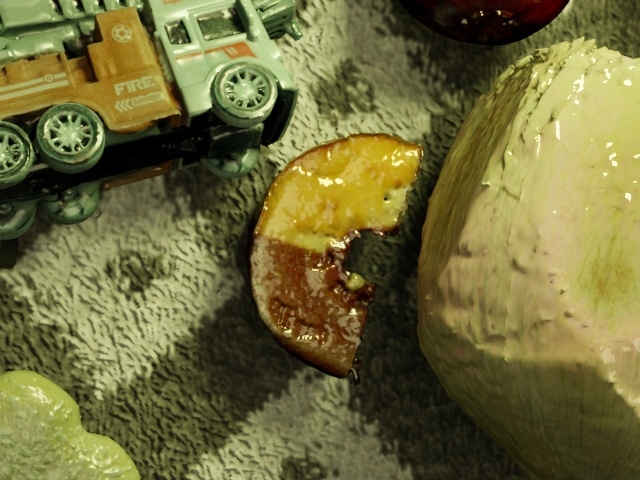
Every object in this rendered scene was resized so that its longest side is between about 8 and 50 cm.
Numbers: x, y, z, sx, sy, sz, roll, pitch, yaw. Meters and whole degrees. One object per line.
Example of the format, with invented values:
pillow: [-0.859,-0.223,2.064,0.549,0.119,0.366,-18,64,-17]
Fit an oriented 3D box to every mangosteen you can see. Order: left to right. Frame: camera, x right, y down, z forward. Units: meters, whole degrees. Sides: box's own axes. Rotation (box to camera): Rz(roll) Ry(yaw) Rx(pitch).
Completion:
mangosteen: [0.139,-0.268,1.433,0.200,0.200,0.200,-2,98,-15]

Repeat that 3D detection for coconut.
coconut: [0.261,0.060,1.393,0.405,0.404,0.404,-2,98,-15]

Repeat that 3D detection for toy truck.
toy truck: [-0.168,-0.134,1.364,0.338,0.133,0.184,-16,73,-15]

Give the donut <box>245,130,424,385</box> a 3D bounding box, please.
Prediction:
donut: [0.001,-0.002,1.463,0.141,0.085,0.217,22,90,-17]

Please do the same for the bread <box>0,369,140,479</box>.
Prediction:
bread: [-0.256,0.264,1.443,0.207,0.056,0.286,21,93,-15]

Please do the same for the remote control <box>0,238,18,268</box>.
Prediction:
remote control: [-0.360,-0.015,1.348,0.245,0.025,0.063,7,80,-35]
